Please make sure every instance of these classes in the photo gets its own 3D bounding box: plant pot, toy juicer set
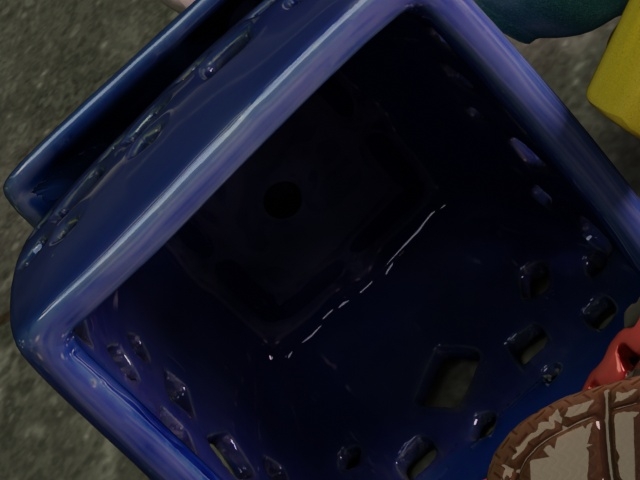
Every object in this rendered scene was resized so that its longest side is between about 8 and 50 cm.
[{"bbox_3d":[0.000,0.000,0.877,0.236,0.236,0.212,-43,28,3],"label":"plant pot"},{"bbox_3d":[0.113,-0.138,0.893,0.329,0.209,0.089,41,104,35],"label":"toy juicer set"}]

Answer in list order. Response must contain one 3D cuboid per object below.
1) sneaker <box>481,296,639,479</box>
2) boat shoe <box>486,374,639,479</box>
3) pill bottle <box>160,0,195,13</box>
[{"bbox_3d":[0.131,0.110,0.737,0.276,0.097,0.135,-41,34,9],"label":"sneaker"},{"bbox_3d":[0.189,0.096,0.646,0.258,0.095,0.095,-1,72,14],"label":"boat shoe"},{"bbox_3d":[-0.061,-0.284,1.278,0.162,0.162,0.278,-31,38,20],"label":"pill bottle"}]
